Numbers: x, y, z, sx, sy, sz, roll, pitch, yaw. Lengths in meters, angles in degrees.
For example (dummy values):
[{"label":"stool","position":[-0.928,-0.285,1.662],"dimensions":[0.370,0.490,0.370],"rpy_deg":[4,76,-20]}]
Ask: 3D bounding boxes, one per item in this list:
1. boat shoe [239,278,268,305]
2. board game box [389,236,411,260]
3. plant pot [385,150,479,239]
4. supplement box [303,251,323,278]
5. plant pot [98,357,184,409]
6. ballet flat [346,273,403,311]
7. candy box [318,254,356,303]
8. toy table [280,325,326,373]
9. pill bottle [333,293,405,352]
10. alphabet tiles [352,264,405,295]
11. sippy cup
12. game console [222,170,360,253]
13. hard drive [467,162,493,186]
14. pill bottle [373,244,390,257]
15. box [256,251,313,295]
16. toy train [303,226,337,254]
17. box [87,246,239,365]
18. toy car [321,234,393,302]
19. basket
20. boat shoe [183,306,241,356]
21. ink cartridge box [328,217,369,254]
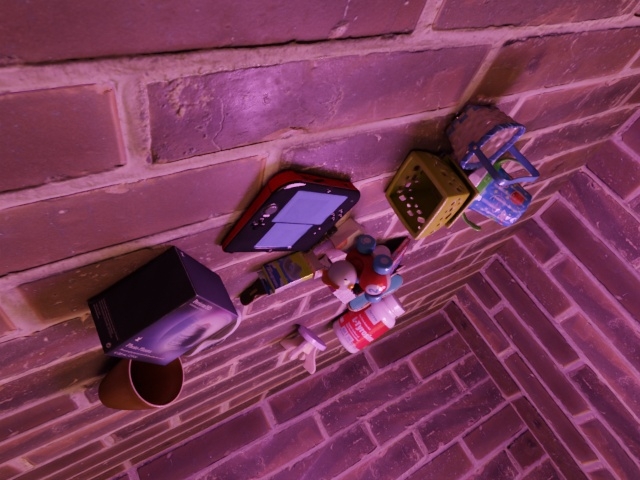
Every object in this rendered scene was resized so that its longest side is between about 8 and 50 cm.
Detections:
[{"label":"boat shoe","position":[-0.223,0.185,1.643],"dimensions":[0.189,0.068,0.072],"rpy_deg":[-30,169,17]},{"label":"board game box","position":[0.350,0.096,2.011],"dimensions":[0.281,0.027,0.145],"rpy_deg":[-38,150,-54]},{"label":"plant pot","position":[0.401,-0.166,1.507],"dimensions":[0.207,0.227,0.228],"rpy_deg":[-10,147,-30]},{"label":"supplement box","position":[-0.029,0.090,1.639],"dimensions":[0.036,0.099,0.062],"rpy_deg":[-23,153,-20]},{"label":"plant pot","position":[-0.672,0.514,1.543],"dimensions":[0.254,0.237,0.237],"rpy_deg":[-27,158,21]},{"label":"ballet flat","position":[0.292,0.281,2.368],"dimensions":[0.348,0.123,0.123],"rpy_deg":[-29,155,-10]},{"label":"candy box","position":[0.065,0.172,1.828],"dimensions":[0.071,0.159,0.233],"rpy_deg":[-34,154,1]},{"label":"toy table","position":[-0.087,0.582,2.333],"dimensions":[0.161,0.252,0.274],"rpy_deg":[-50,146,-3]},{"label":"pill bottle","position":[0.293,0.471,2.553],"dimensions":[0.407,0.229,0.229],"rpy_deg":[-39,154,11]},{"label":"alphabet tiles","position":[0.263,0.212,2.166],"dimensions":[0.342,0.011,0.285],"rpy_deg":[-30,-179,-7]},{"label":"sippy cup","position":[0.764,-0.185,1.835],"dimensions":[0.240,0.224,0.305],"rpy_deg":[-49,172,-23]},{"label":"game console","position":[-0.078,-0.069,1.347],"dimensions":[0.386,0.060,0.342],"rpy_deg":[1,138,-50]},{"label":"hard drive","position":[0.603,-0.246,1.676],"dimensions":[0.353,0.047,0.233],"rpy_deg":[-44,168,-41]},{"label":"pill bottle","position":[0.281,0.097,2.021],"dimensions":[0.094,0.094,0.169],"rpy_deg":[-29,154,-9]},{"label":"box","position":[-0.130,0.118,1.562],"dimensions":[0.178,0.109,0.042],"rpy_deg":[-22,157,-23]},{"label":"toy train","position":[0.000,0.000,1.601],"dimensions":[0.158,0.027,0.036],"rpy_deg":[-37,165,8]},{"label":"box","position":[-0.449,0.209,1.272],"dimensions":[0.293,0.183,0.296],"rpy_deg":[-34,155,-1]},{"label":"toy car","position":[0.119,0.137,1.607],"dimensions":[0.237,0.210,0.219],"rpy_deg":[-20,143,-23]},{"label":"basket","position":[0.578,-0.303,1.413],"dimensions":[0.254,0.289,0.201],"rpy_deg":[-9,146,-40]},{"label":"boat shoe","position":[-0.411,0.340,1.656],"dimensions":[0.335,0.121,0.119],"rpy_deg":[-33,165,27]},{"label":"ink cartridge box","position":[0.126,-0.007,1.686],"dimensions":[0.115,0.067,0.198],"rpy_deg":[-38,153,12]}]
